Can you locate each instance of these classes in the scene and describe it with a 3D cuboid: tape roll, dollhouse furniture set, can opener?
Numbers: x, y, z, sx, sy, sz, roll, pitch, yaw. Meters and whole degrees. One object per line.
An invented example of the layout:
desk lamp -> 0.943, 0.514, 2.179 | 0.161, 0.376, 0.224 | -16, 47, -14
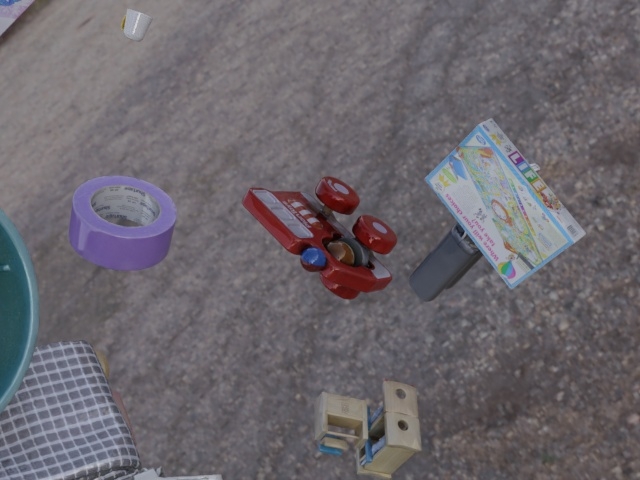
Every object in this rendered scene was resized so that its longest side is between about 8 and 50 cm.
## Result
tape roll -> -0.365, -0.034, 1.654 | 0.189, 0.189, 0.080 | -79, 6, -54
dollhouse furniture set -> 0.063, 0.322, 1.580 | 0.129, 0.184, 0.129 | 123, 155, -45
can opener -> 0.174, -0.025, 1.108 | 0.076, 0.095, 0.283 | -30, -15, -30

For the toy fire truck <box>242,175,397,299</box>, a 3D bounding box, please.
toy fire truck -> 0.000, 0.000, 1.867 | 0.254, 0.302, 0.169 | -5, -44, -55

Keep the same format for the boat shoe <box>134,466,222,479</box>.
boat shoe -> -0.315, 0.471, 1.694 | 0.268, 0.096, 0.088 | -1, 66, 11

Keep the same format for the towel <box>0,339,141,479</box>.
towel -> -0.425, 0.278, 1.281 | 0.284, 0.235, 0.121 | -11, -33, -35

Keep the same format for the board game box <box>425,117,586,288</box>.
board game box -> 0.191, -0.037, 0.945 | 0.026, 0.154, 0.103 | -29, -12, -41

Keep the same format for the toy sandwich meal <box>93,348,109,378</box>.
toy sandwich meal -> -0.391, 0.216, 1.480 | 0.085, 0.085, 0.029 | -44, 4, -14

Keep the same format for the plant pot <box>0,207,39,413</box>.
plant pot -> -0.601, 0.094, 1.129 | 0.334, 0.341, 0.341 | -5, 40, 34

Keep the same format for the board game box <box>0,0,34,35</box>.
board game box -> -0.580, -0.395, 1.502 | 0.318, 0.066, 0.318 | -42, 36, 9

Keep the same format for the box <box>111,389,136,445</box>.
box -> -0.548, 0.429, 2.122 | 0.127, 0.232, 0.148 | -24, 68, -2

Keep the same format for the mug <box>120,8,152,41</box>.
mug -> -0.437, -0.506, 2.124 | 0.078, 0.062, 0.064 | -149, 76, -70
